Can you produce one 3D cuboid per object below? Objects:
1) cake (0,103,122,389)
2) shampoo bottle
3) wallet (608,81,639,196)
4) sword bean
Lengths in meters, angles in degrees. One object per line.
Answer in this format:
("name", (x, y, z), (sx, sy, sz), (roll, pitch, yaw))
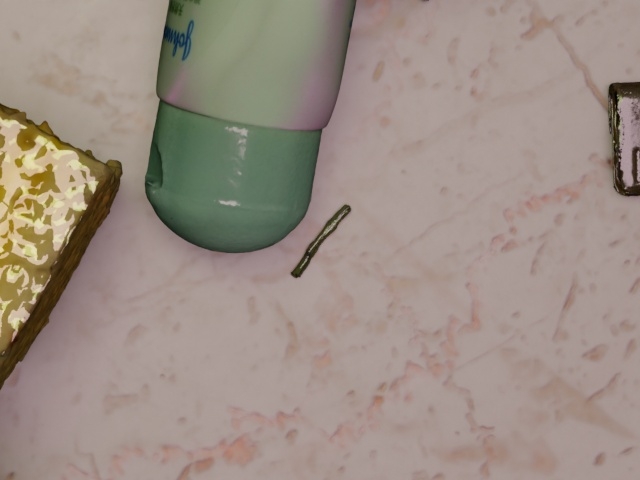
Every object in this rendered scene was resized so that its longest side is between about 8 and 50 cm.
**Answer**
("cake", (-0.335, -0.033, 1.101), (0.286, 0.222, 0.227), (30, 87, -5))
("shampoo bottle", (-0.058, -0.161, 1.141), (0.151, 0.222, 0.350), (4, 104, -24))
("wallet", (0.370, -0.098, 1.268), (0.198, 0.031, 0.110), (-2, 92, -5))
("sword bean", (0.000, 0.000, 1.242), (0.012, 0.012, 0.083), (38, 88, -5))
